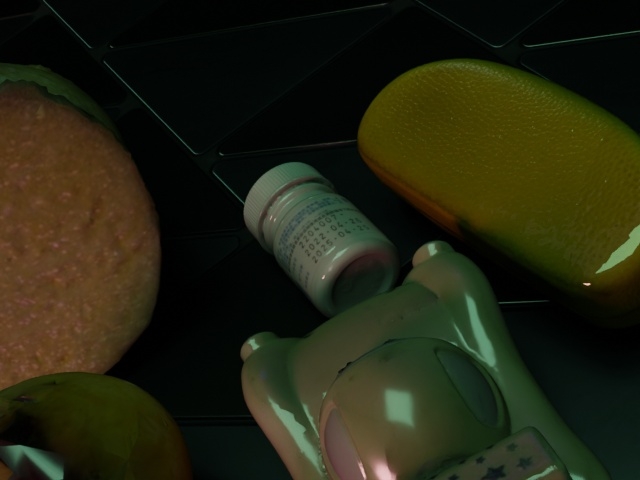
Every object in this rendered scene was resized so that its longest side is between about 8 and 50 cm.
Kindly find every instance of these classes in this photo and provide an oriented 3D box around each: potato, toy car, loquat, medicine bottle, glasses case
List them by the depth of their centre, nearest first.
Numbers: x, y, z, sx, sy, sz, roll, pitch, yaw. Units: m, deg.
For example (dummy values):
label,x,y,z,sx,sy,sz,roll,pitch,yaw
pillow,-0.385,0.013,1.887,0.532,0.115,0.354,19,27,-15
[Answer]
label,x,y,z,sx,sy,sz,roll,pitch,yaw
toy car,0.072,0.154,0.894,0.242,0.226,0.336,-28,46,1
loquat,-0.226,0.230,0.969,0.235,0.235,0.235,-13,47,15
glasses case,0.206,-0.058,1.075,0.173,0.141,0.371,-51,48,-2
medicine bottle,0.000,0.000,1.149,0.105,0.105,0.168,-36,46,-7
potato,-0.421,-0.013,1.177,0.442,0.385,0.319,-29,32,-15
